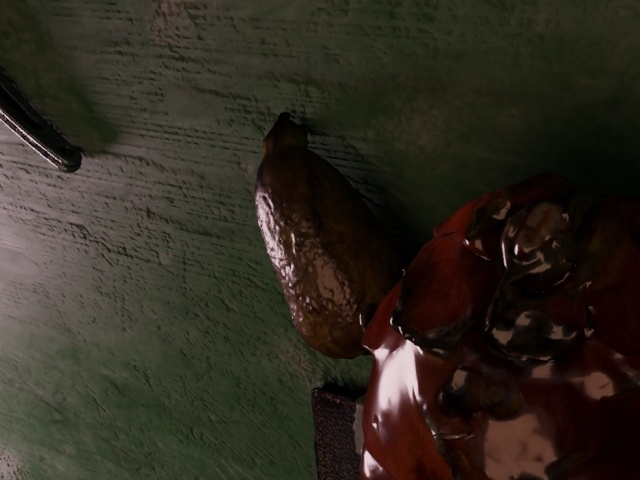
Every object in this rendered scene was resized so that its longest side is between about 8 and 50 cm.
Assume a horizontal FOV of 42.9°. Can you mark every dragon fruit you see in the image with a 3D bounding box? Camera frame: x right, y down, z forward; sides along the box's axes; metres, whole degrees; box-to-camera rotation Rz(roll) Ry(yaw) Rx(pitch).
[{"bbox_3d":[0.140,0.114,0.488,0.250,0.250,0.315,-7,100,38],"label":"dragon fruit"}]

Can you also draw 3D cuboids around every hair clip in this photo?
[{"bbox_3d":[-0.315,-0.172,0.748,0.083,0.048,0.275,-27,106,41],"label":"hair clip"}]

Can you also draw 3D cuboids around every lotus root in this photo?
[{"bbox_3d":[0.000,0.000,0.599,0.108,0.094,0.191,-24,99,49],"label":"lotus root"}]

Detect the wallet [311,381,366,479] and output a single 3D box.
[{"bbox_3d":[0.100,0.258,0.722,0.220,0.071,0.262,10,120,35],"label":"wallet"}]
